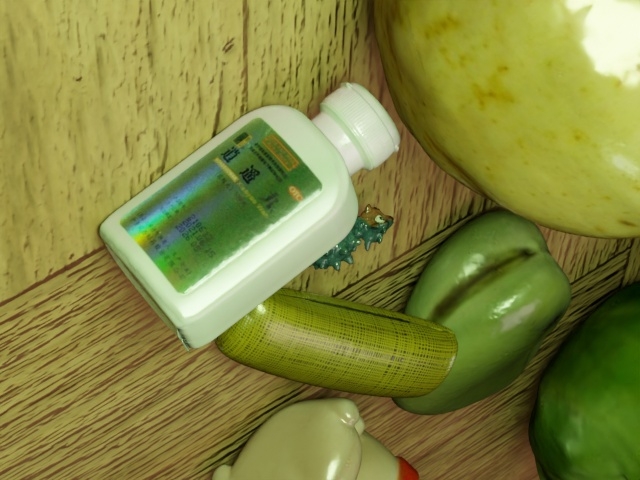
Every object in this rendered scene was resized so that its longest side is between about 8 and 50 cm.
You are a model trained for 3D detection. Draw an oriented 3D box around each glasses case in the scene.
[{"bbox_3d":[0.016,0.090,1.625,0.234,0.064,0.079,14,122,-34],"label":"glasses case"}]

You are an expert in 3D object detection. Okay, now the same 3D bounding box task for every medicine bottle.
[{"bbox_3d":[-0.044,-0.028,1.378,0.219,0.115,0.078,-38,151,-9],"label":"medicine bottle"}]

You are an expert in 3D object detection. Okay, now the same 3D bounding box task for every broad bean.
[{"bbox_3d":[0.147,0.089,1.788,0.189,0.121,0.263,-28,151,-23],"label":"broad bean"}]

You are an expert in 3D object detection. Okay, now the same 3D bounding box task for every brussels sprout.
[{"bbox_3d":[0.424,0.178,2.043,0.361,0.425,0.342,48,45,-41],"label":"brussels sprout"}]

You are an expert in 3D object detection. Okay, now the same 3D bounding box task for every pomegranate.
[{"bbox_3d":[0.201,-0.143,1.311,0.342,0.342,0.342,-31,150,-20],"label":"pomegranate"}]

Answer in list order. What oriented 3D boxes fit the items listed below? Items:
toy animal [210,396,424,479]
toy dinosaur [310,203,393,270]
[{"bbox_3d":[0.009,0.240,1.783,0.171,0.171,0.198,-42,134,0],"label":"toy animal"},{"bbox_3d":[0.000,0.000,1.542,0.154,0.055,0.049,-22,150,-38],"label":"toy dinosaur"}]
